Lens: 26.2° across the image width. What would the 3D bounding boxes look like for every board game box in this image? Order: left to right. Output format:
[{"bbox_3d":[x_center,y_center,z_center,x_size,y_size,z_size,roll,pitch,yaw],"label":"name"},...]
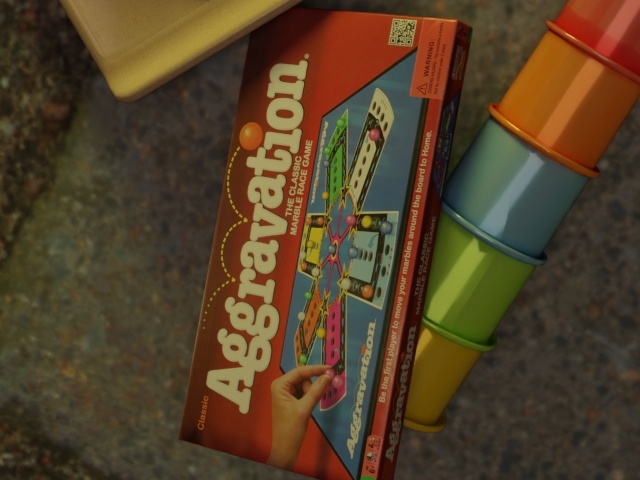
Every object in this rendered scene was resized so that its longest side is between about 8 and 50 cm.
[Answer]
[{"bbox_3d":[0.000,0.000,0.840,0.145,0.027,0.281,10,91,31],"label":"board game box"}]

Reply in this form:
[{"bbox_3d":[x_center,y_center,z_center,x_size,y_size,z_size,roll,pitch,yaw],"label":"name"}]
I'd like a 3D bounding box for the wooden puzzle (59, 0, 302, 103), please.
[{"bbox_3d":[-0.092,-0.238,0.856,0.221,0.044,0.239,-29,91,16],"label":"wooden puzzle"}]

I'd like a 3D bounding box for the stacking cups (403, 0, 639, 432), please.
[{"bbox_3d":[0.124,-0.032,0.845,0.096,0.096,0.316,34,103,1],"label":"stacking cups"}]
